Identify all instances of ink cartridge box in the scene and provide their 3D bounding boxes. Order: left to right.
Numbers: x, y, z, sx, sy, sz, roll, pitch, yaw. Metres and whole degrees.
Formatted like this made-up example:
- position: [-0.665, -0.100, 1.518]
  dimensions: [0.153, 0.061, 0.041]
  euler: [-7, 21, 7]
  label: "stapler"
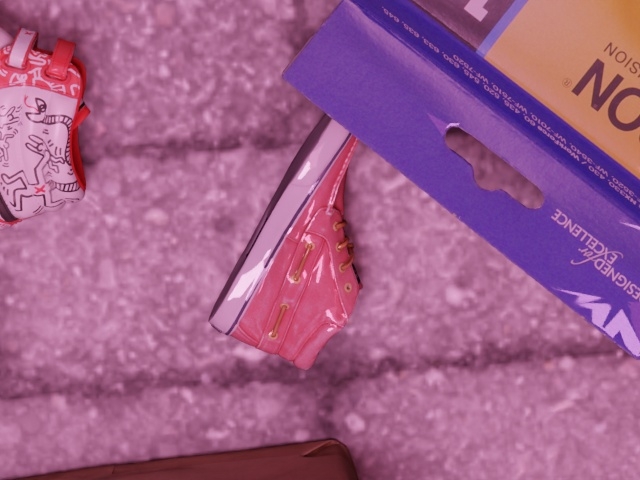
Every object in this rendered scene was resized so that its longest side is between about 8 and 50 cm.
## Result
- position: [0.176, -0.138, 1.188]
  dimensions: [0.303, 0.072, 0.307]
  euler: [39, 91, 12]
  label: "ink cartridge box"

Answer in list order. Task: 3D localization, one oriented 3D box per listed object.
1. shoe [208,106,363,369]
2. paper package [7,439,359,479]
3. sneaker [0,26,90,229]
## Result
- position: [0.000, 0.000, 1.290]
  dimensions: [0.081, 0.063, 0.178]
  euler: [28, 103, -7]
  label: "shoe"
- position: [-0.099, 0.324, 1.289]
  dimensions: [0.309, 0.168, 0.325]
  euler: [-8, 101, 0]
  label: "paper package"
- position: [-0.235, -0.136, 1.246]
  dimensions: [0.145, 0.090, 0.270]
  euler: [-13, 103, 0]
  label: "sneaker"
